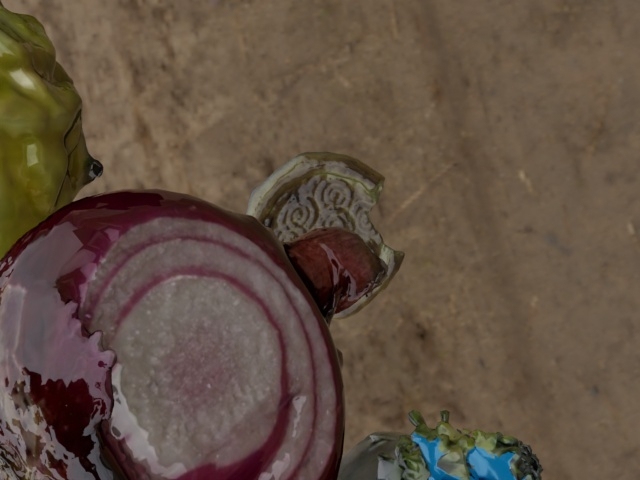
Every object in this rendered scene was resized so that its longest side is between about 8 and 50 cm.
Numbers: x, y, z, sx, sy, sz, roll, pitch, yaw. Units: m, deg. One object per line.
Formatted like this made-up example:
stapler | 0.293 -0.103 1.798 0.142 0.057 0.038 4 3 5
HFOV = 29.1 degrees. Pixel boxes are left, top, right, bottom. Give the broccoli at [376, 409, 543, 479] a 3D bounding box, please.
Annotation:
broccoli | 0.056 0.164 0.678 0.154 0.160 0.167 109 165 -49

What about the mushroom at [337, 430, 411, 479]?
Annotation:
mushroom | -0.017 0.220 0.876 0.096 0.278 0.099 22 131 52

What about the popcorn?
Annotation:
popcorn | -0.223 -0.047 0.696 0.233 0.192 0.266 123 153 -57

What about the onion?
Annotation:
onion | -0.057 0.055 0.517 0.135 0.198 0.173 -15 104 40

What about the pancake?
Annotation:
pancake | 0.000 0.000 1.562 0.029 0.212 0.235 -122 9 -65
